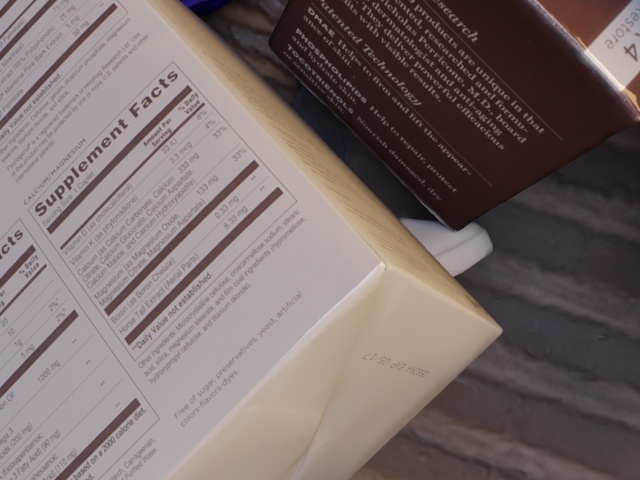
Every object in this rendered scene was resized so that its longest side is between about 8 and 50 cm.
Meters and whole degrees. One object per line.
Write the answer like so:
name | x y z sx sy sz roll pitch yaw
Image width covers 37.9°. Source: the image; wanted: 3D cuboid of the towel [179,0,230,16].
towel | -0.198 -0.176 0.514 0.308 0.076 0.227 -31 124 -14

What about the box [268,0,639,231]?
box | 0.103 -0.137 0.503 0.167 0.203 0.168 46 69 -1

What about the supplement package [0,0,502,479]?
supplement package | -0.085 0.007 0.474 0.198 0.199 0.262 -45 65 8

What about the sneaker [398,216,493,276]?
sneaker | 0.000 0.000 0.593 0.212 0.080 0.094 -12 86 3
